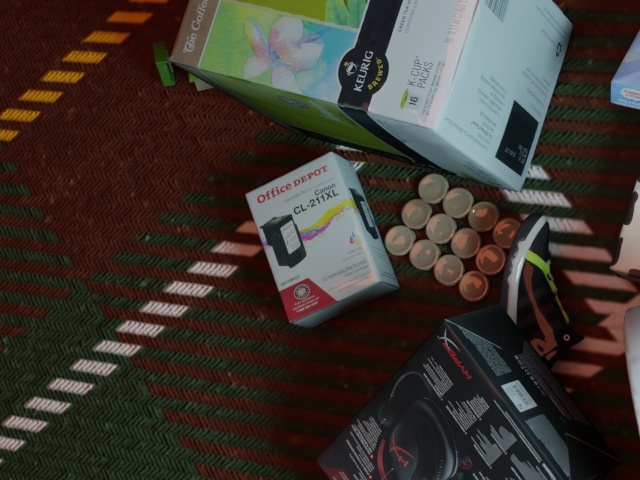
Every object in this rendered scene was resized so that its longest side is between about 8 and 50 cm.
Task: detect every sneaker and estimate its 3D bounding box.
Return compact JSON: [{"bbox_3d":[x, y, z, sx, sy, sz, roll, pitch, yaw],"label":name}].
[{"bbox_3d":[0.249,0.089,1.559,0.097,0.084,0.234,9,90,12],"label":"sneaker"}]

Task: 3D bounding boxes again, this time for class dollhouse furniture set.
[{"bbox_3d":[-0.137,-0.240,1.803,0.152,0.058,0.076,-12,67,1],"label":"dollhouse furniture set"}]

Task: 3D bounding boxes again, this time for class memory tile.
[{"bbox_3d":[0.158,-0.005,1.642,0.148,0.012,0.113,33,94,25],"label":"memory tile"}]

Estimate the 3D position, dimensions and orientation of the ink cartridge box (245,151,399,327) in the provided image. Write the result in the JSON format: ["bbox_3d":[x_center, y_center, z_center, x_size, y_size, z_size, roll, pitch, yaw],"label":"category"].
[{"bbox_3d":[0.000,0.000,1.674,0.127,0.072,0.175,-26,72,17],"label":"ink cartridge box"}]

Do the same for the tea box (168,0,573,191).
[{"bbox_3d":[0.067,-0.220,1.545,0.324,0.329,0.219,16,87,24],"label":"tea box"}]

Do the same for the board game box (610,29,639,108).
[{"bbox_3d":[0.426,-0.211,1.497,0.160,0.039,0.211,17,56,24],"label":"board game box"}]

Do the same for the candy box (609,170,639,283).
[{"bbox_3d":[0.427,-0.052,1.505,0.159,0.071,0.233,17,86,25],"label":"candy box"}]

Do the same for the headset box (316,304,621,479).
[{"bbox_3d":[0.143,0.247,1.505,0.218,0.110,0.293,54,127,22],"label":"headset box"}]

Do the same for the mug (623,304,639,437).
[{"bbox_3d":[0.470,0.121,1.312,0.328,0.276,0.374,-14,113,18],"label":"mug"}]
